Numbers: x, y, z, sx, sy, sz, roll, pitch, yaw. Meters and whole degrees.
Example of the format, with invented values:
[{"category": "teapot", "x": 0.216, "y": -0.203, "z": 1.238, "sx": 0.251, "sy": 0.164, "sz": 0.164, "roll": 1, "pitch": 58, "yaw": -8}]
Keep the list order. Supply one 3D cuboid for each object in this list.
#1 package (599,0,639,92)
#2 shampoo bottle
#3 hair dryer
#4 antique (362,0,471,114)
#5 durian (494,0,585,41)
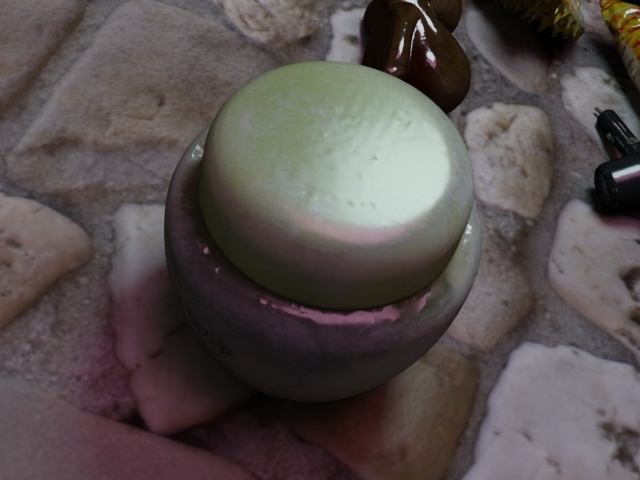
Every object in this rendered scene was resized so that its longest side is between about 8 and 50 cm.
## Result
[{"category": "package", "x": 0.552, "y": -0.271, "z": 1.691, "sx": 0.223, "sy": 0.108, "sz": 0.288, "roll": 14, "pitch": 40, "yaw": -31}, {"category": "shampoo bottle", "x": 0.000, "y": 0.000, "z": 1.122, "sx": 0.323, "sy": 0.317, "sz": 0.322, "roll": 5, "pitch": 56, "yaw": -7}, {"category": "hair dryer", "x": 0.434, "y": -0.133, "z": 1.558, "sx": 0.124, "sy": 0.071, "sz": 0.219, "roll": -15, "pitch": 40, "yaw": -1}, {"category": "antique", "x": 0.142, "y": -0.283, "z": 1.528, "sx": 0.144, "sy": 0.121, "sz": 0.256, "roll": 17, "pitch": 49, "yaw": -19}, {"category": "durian", "x": 0.351, "y": -0.412, "z": 1.703, "sx": 0.196, "sy": 0.185, "sz": 0.305, "roll": 31, "pitch": 35, "yaw": -33}]
